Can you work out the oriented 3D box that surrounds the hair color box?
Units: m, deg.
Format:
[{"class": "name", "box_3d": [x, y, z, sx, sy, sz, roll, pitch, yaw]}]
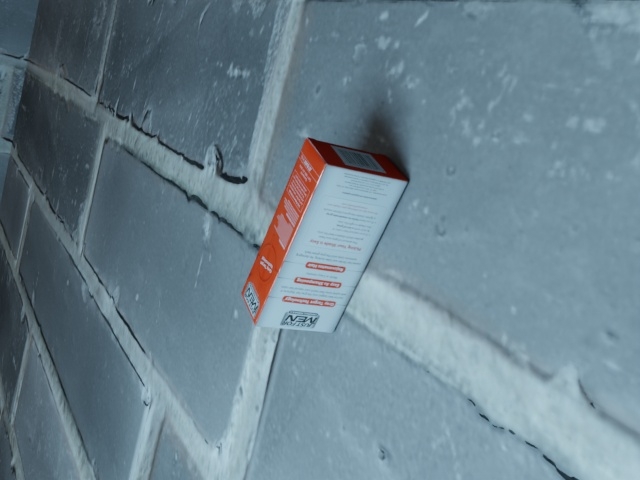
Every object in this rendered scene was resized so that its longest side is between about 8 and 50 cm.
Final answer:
[{"class": "hair color box", "box_3d": [0.000, 0.000, 0.586, 0.141, 0.072, 0.043, -65, 33, 25]}]
